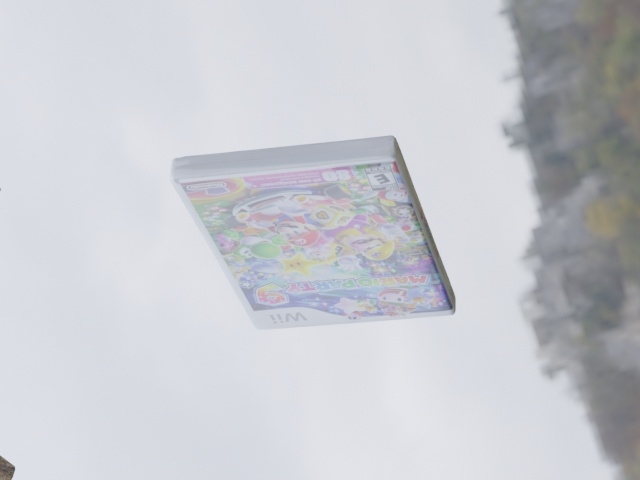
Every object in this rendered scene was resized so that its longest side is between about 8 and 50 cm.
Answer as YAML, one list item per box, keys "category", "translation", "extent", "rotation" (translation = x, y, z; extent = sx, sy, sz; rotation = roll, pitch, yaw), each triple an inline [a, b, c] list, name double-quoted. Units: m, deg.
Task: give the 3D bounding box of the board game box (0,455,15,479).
- category: "board game box"
  translation: [-0.354, 0.159, 1.015]
  extent: [0.232, 0.291, 0.141]
  rotation: [42, -141, -19]

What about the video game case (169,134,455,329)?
- category: "video game case"
  translation: [0.000, 0.000, 0.746]
  extent: [0.122, 0.087, 0.011]
  rotation: [64, -156, -56]
